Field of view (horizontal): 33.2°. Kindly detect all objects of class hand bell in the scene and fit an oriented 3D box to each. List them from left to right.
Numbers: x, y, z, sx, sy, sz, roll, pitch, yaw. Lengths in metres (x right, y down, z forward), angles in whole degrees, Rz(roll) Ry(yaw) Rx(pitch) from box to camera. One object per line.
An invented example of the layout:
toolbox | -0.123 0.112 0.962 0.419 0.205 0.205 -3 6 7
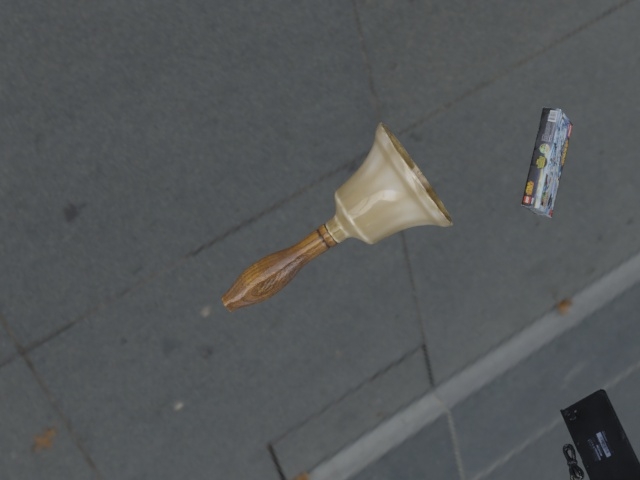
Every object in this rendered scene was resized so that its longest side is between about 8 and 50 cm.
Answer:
hand bell | 0.000 0.000 1.092 0.242 0.126 0.126 -35 137 9

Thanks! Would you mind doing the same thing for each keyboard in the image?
keyboard | 0.421 0.323 1.638 0.108 0.180 0.023 -34 133 18

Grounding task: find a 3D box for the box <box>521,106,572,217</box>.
box | 0.309 -0.105 1.461 0.094 0.027 0.137 18 85 -66
